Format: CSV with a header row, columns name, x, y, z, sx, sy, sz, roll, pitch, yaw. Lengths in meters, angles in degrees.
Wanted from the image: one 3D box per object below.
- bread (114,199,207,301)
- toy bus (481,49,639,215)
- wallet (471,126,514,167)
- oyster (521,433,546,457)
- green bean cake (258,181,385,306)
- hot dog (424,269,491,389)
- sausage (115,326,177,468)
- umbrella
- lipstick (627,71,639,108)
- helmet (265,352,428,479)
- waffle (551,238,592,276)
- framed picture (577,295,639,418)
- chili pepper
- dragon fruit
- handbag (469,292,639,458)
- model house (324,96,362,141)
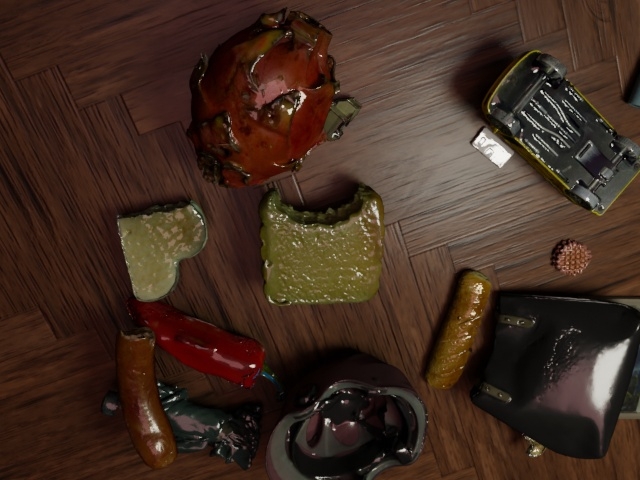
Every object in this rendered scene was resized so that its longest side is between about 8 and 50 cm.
name,x,y,z,sx,sy,sz,roll,pitch,yaw
bread,-0.326,0.006,1.115,0.173,0.064,0.232,31,102,-13
toy bus,0.435,-0.200,1.065,0.330,0.152,0.144,38,96,-17
wallet,0.342,-0.185,1.135,0.083,0.011,0.044,35,102,-15
oyster,0.495,0.398,1.305,0.163,0.081,0.191,23,82,-2
green bean cake,0.000,0.000,1.108,0.236,0.124,0.232,-1,109,-4
hot dog,0.296,0.199,1.236,0.088,0.061,0.285,11,106,3
sausage,-0.347,0.303,1.115,0.103,0.076,0.302,6,109,40
umbrella,-0.292,0.387,1.227,0.349,0.094,0.143,19,77,-14
lipstick,0.669,-0.381,1.070,0.068,0.061,0.273,17,106,-8
helmet,0.045,0.367,1.195,0.339,0.197,0.270,-26,115,4
waffle,0.537,0.038,1.217,0.083,0.029,0.075,28,104,-15
framed picture,0.677,0.273,1.309,0.232,0.024,0.314,0,107,-4
chili pepper,-0.226,0.220,1.174,0.388,0.110,0.110,27,104,-9
dragon fruit,-0.100,-0.239,0.973,0.251,0.250,0.314,8,121,-7
handbag,0.486,0.267,1.212,0.288,0.152,0.342,17,91,8
model house,0.028,-0.237,1.074,0.058,0.057,0.083,42,122,10
